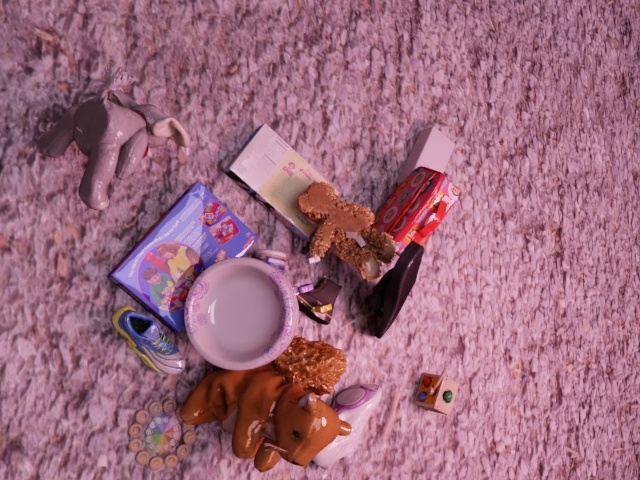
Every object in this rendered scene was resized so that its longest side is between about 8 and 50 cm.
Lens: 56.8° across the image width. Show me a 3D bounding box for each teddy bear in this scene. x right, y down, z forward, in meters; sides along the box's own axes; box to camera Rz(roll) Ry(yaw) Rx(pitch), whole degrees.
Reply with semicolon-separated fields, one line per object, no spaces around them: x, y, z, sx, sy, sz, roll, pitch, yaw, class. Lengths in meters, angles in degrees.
0.072;-0.024;1.742;0.338;0.113;0.245;28;65;-4;teddy bear

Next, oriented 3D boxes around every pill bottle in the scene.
-0.156;0.116;1.716;0.094;0.094;0.169;13;78;-28;pill bottle

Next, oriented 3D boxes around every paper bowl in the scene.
-0.196;0.189;1.535;0.284;0.148;0.284;-1;83;8;paper bowl

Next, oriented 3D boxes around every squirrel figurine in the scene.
-0.089;0.403;1.551;0.281;0.371;0.397;51;54;-29;squirrel figurine

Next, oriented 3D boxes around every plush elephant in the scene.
-0.496;-0.267;1.502;0.330;0.272;0.255;-58;156;12;plush elephant

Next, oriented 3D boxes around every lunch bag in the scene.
0.301;-0.084;1.864;0.120;0.258;0.293;35;94;-21;lunch bag

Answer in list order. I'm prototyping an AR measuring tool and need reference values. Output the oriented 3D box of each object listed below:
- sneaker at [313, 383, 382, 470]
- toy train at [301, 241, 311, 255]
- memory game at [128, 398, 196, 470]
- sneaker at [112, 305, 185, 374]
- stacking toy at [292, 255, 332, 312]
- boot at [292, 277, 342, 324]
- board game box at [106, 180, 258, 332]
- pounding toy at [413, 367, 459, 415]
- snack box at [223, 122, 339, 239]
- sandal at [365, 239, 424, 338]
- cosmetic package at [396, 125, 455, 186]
0.080;0.564;1.810;0.305;0.114;0.152;-39;117;-22;sneaker
0.000;0.000;1.856;0.158;0.027;0.036;-41;115;-27;toy train
-0.418;0.516;1.575;0.186;0.012;0.186;4;83;-29;memory game
-0.435;0.265;1.526;0.240;0.126;0.091;45;66;-17;sneaker
-0.075;0.147;1.683;0.221;0.052;0.166;-16;96;-36;stacking toy
-0.028;0.153;1.805;0.198;0.077;0.137;40;62;-33;boot
-0.368;0.042;1.615;0.233;0.078;0.347;46;66;-18;board game box
0.383;0.492;1.951;0.100;0.141;0.130;30;71;-23;pounding toy
-0.111;-0.175;1.791;0.322;0.060;0.187;42;68;-19;snack box
0.212;0.140;1.787;0.107;0.445;0.167;30;55;17;sandal
0.367;-0.268;2.057;0.117;0.085;0.231;36;67;-22;cosmetic package
